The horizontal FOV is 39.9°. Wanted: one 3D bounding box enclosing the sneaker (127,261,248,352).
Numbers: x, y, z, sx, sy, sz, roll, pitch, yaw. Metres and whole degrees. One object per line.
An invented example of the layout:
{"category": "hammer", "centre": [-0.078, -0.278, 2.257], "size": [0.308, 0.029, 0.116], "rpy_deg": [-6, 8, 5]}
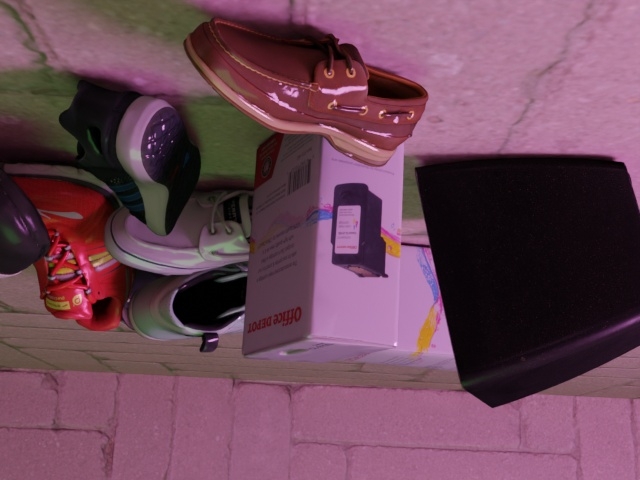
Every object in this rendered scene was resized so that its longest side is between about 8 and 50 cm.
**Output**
{"category": "sneaker", "centre": [-0.061, 0.058, 0.933], "size": [0.256, 0.094, 0.151], "rpy_deg": [-13, -179, -27]}

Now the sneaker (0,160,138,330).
{"category": "sneaker", "centre": [-0.237, 0.015, 0.852], "size": [0.107, 0.118, 0.279], "rpy_deg": [1, 156, 8]}

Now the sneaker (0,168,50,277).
{"category": "sneaker", "centre": [-0.367, 0.013, 0.749], "size": [0.331, 0.146, 0.122], "rpy_deg": [-5, 123, 37]}

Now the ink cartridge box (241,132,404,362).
{"category": "ink cartridge box", "centre": [0.000, 0.000, 0.664], "size": [0.072, 0.175, 0.127], "rpy_deg": [10, 164, -25]}

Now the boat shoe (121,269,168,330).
{"category": "boat shoe", "centre": [-0.236, 0.071, 1.134], "size": [0.114, 0.091, 0.302], "rpy_deg": [-3, 164, 21]}

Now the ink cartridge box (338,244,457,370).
{"category": "ink cartridge box", "centre": [0.112, 0.081, 1.039], "size": [0.176, 0.127, 0.128], "rpy_deg": [6, 165, -12]}

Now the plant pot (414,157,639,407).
{"category": "plant pot", "centre": [0.195, 0.028, 0.758], "size": [0.167, 0.187, 0.188], "rpy_deg": [-15, 160, 15]}

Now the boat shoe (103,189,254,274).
{"category": "boat shoe", "centre": [-0.085, -0.020, 0.827], "size": [0.226, 0.083, 0.076], "rpy_deg": [-4, 158, -25]}

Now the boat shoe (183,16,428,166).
{"category": "boat shoe", "centre": [-0.003, -0.099, 0.536], "size": [0.178, 0.064, 0.060], "rpy_deg": [16, 130, -44]}

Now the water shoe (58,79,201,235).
{"category": "water shoe", "centre": [-0.144, -0.067, 0.685], "size": [0.080, 0.072, 0.203], "rpy_deg": [24, 161, 4]}
